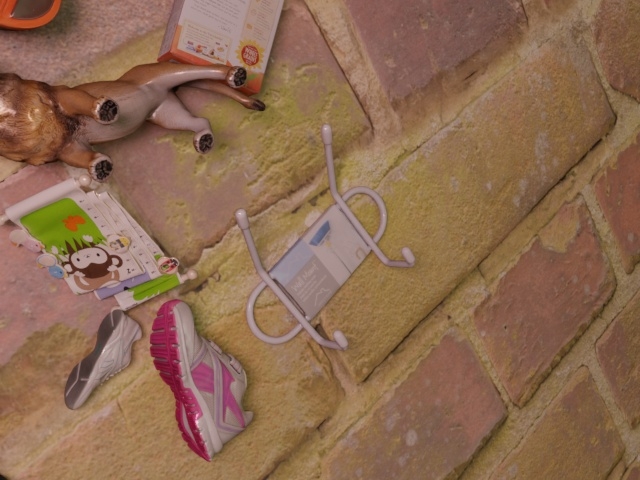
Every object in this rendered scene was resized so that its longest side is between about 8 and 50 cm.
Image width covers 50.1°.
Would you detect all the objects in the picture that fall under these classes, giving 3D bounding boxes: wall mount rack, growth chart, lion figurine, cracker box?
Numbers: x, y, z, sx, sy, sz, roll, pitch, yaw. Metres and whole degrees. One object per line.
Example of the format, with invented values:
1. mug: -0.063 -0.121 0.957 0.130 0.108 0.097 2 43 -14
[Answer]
1. wall mount rack: 0.000 0.000 1.129 0.350 0.130 0.304 -48 113 -24
2. growth chart: -0.308 0.013 0.940 0.171 0.021 0.237 -30 124 16
3. lion figurine: -0.288 -0.184 0.938 0.392 0.240 0.142 -18 121 -47
4. cracker box: -0.146 -0.363 1.076 0.155 0.067 0.233 20 80 -31

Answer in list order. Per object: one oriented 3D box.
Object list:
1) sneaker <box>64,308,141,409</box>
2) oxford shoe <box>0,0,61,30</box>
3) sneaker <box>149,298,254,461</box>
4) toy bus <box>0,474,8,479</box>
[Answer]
1. sneaker: -0.308 0.178 0.981 0.061 0.053 0.152 43 73 -43
2. oxford shoe: -0.508 -0.329 0.810 0.363 0.132 0.130 15 87 -35
3. sneaker: -0.177 0.200 1.043 0.111 0.103 0.253 -25 109 -34
4. toy bus: -0.454 0.336 0.797 0.220 0.211 0.150 44 67 -26
